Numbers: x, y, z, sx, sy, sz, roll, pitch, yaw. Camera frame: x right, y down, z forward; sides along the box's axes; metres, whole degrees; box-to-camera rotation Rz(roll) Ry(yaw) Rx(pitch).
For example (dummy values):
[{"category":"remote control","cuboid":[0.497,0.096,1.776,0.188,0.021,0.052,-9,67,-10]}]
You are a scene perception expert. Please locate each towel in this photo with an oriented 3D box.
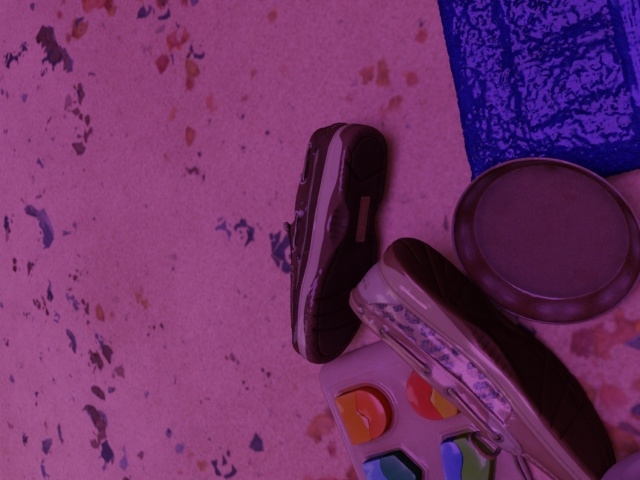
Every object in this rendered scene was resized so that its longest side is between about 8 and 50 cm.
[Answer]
[{"category":"towel","cuboid":[0.252,-0.171,0.604,0.308,0.076,0.228,-12,85,34]}]

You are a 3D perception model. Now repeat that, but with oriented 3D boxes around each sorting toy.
[{"category":"sorting toy","cuboid":[0.101,0.203,0.750,0.193,0.038,0.208,-27,78,32]}]

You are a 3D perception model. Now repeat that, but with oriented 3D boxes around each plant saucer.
[{"category":"plant saucer","cuboid":[0.202,-0.002,0.645,0.168,0.029,0.168,16,127,23]}]

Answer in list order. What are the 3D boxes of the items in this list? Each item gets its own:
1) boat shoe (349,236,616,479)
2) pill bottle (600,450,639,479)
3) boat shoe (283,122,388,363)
[{"category":"boat shoe","cuboid":[0.149,0.123,0.666,0.285,0.104,0.089,48,122,11]},{"category":"pill bottle","cuboid":[0.315,0.279,0.555,0.124,0.124,0.221,-24,89,33]},{"category":"boat shoe","cuboid":[0.006,0.001,0.781,0.095,0.095,0.257,18,97,46]}]
